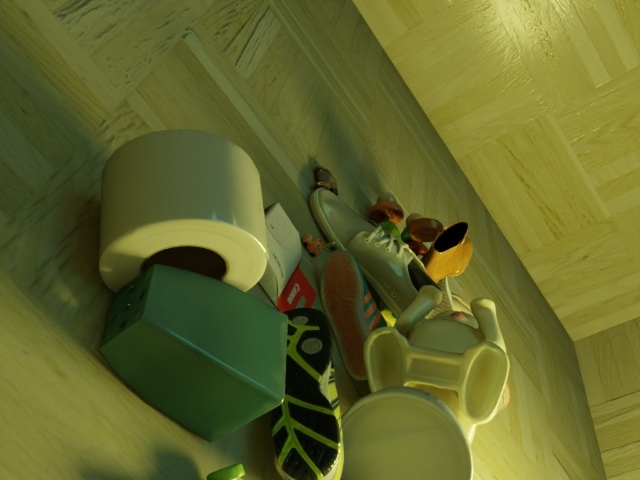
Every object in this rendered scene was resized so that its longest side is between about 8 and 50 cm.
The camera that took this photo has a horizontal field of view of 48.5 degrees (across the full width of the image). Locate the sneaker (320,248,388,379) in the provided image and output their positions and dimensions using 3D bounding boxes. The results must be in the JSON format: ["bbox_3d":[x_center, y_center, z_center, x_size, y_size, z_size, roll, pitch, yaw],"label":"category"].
[{"bbox_3d":[0.084,0.171,1.641,0.121,0.108,0.302,11,64,-61],"label":"sneaker"}]

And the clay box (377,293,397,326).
[{"bbox_3d":[0.211,0.164,1.948,0.127,0.053,0.222,44,31,-29],"label":"clay box"}]

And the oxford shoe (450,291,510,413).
[{"bbox_3d":[0.446,0.345,2.136,0.146,0.140,0.397,-19,80,-58],"label":"oxford shoe"}]

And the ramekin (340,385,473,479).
[{"bbox_3d":[0.156,0.403,1.357,0.273,0.272,0.127,63,14,1],"label":"ramekin"}]

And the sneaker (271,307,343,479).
[{"bbox_3d":[-0.036,0.285,1.284,0.385,0.145,0.147,-92,177,-48],"label":"sneaker"}]

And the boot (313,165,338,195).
[{"bbox_3d":[0.004,-0.164,1.903,0.118,0.042,0.087,24,38,-56],"label":"boot"}]

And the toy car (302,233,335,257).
[{"bbox_3d":[0.000,0.000,1.716,0.060,0.040,0.122,62,25,-2],"label":"toy car"}]

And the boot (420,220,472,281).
[{"bbox_3d":[0.373,0.015,1.973,0.104,0.211,0.295,38,50,16],"label":"boot"}]

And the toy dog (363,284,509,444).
[{"bbox_3d":[0.293,0.298,1.592,0.408,0.284,0.396,-33,119,-69],"label":"toy dog"}]

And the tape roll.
[{"bbox_3d":[-0.209,-0.025,1.081,0.246,0.246,0.169,35,37,-46],"label":"tape roll"}]

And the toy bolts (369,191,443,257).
[{"bbox_3d":[0.277,-0.051,2.126,0.228,0.218,0.159,45,42,-48],"label":"toy bolts"}]

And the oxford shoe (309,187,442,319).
[{"bbox_3d":[0.150,0.024,1.832,0.449,0.130,0.169,48,33,-2],"label":"oxford shoe"}]

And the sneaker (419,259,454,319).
[{"bbox_3d":[0.331,0.229,2.035,0.150,0.135,0.366,64,27,-44],"label":"sneaker"}]

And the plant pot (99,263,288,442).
[{"bbox_3d":[-0.189,0.152,1.045,0.234,0.165,0.166,38,33,-31],"label":"plant pot"}]

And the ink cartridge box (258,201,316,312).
[{"bbox_3d":[-0.072,0.055,1.504,0.232,0.066,0.189,52,26,-12],"label":"ink cartridge box"}]

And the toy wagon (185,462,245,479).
[{"bbox_3d":[-0.112,0.456,0.995,0.344,0.068,0.267,10,57,-62],"label":"toy wagon"}]
